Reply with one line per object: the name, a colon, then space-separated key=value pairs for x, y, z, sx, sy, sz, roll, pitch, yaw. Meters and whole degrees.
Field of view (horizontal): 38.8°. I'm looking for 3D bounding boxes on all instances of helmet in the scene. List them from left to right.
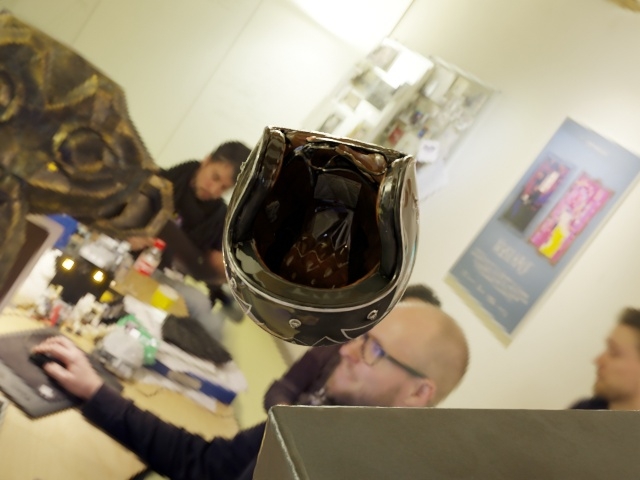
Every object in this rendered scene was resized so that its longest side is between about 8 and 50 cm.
helmet: x=0.000 y=0.000 z=0.715 sx=0.170 sy=0.161 sz=0.169 roll=11 pitch=9 yaw=-2

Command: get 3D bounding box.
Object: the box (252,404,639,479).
box: x=0.156 y=0.439 z=0.903 sx=0.480 sy=0.471 sz=0.297 roll=5 pitch=25 yaw=-22
